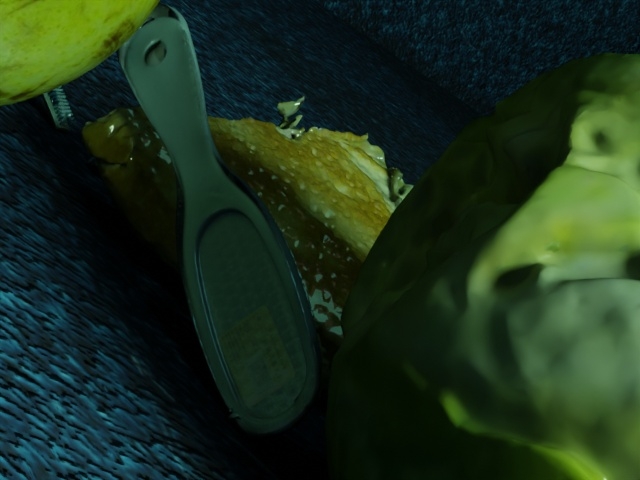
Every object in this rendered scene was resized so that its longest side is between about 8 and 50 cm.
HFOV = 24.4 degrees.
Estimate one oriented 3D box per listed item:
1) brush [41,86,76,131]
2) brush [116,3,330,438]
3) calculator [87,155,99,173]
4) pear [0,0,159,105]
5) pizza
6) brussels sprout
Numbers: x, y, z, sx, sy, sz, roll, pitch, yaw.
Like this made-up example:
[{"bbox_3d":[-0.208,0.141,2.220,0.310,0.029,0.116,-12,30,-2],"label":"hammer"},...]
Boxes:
[{"bbox_3d":[-0.191,-0.114,1.026,0.084,0.013,0.016,64,21,14],"label":"brush"},{"bbox_3d":[-0.052,-0.015,0.858,0.060,0.068,0.297,31,33,-55],"label":"brush"},{"bbox_3d":[-0.085,-0.012,1.026,0.172,0.018,0.057,35,11,-9],"label":"calculator"},{"bbox_3d":[-0.203,-0.210,0.824,0.283,0.283,0.283,36,13,-9],"label":"pear"},{"bbox_3d":[0.000,0.000,1.008,0.280,0.075,0.287,45,27,7],"label":"pizza"},{"bbox_3d":[0.137,0.080,0.688,0.344,0.268,0.344,54,-22,34],"label":"brussels sprout"}]
